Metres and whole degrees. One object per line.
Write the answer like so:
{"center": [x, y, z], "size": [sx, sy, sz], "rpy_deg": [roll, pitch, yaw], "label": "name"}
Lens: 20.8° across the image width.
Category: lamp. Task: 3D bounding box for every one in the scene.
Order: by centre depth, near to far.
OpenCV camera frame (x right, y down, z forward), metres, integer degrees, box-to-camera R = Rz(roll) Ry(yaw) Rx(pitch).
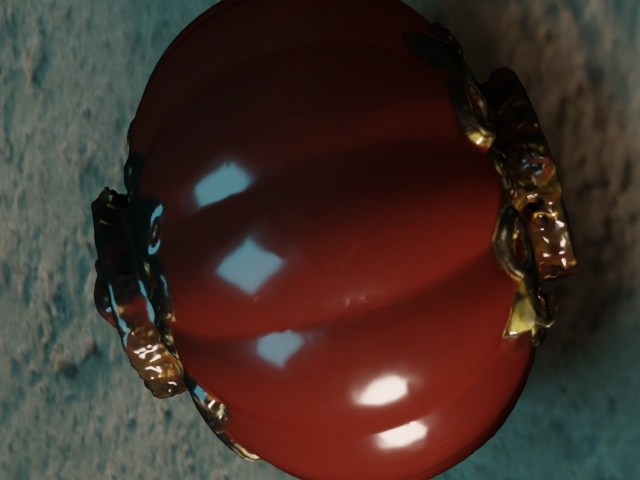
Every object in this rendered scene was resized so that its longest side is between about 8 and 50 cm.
{"center": [0.000, 0.000, 0.756], "size": [0.227, 0.227, 0.227], "rpy_deg": [22, 119, 46], "label": "lamp"}
